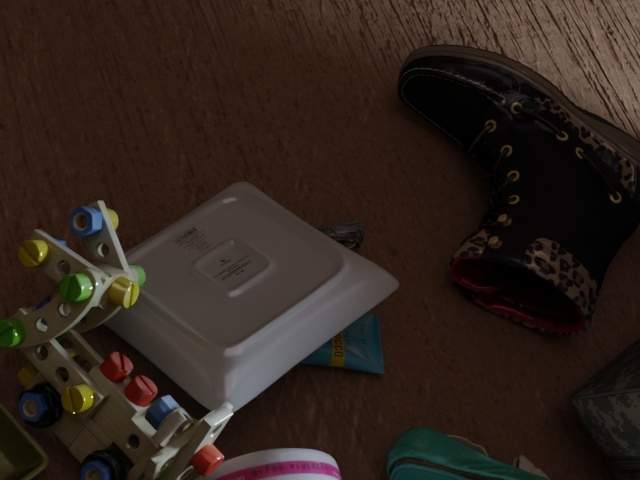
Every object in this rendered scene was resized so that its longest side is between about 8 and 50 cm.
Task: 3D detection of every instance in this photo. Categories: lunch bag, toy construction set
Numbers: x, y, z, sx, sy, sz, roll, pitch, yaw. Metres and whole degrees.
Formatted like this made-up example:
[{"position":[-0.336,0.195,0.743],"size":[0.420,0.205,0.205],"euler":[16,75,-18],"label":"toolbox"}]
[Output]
[{"position":[0.473,0.207,1.400],"size":[0.305,0.212,0.256],"euler":[-32,88,-26],"label":"lunch bag"},{"position":[-0.208,0.136,1.261],"size":[0.328,0.215,0.151],"euler":[48,19,28],"label":"toy construction set"}]

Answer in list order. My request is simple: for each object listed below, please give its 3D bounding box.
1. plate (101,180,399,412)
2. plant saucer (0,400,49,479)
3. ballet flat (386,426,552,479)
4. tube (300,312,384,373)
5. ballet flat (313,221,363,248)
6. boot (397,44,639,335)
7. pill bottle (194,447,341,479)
[{"position":[-0.100,0.043,1.397],"size":[0.277,0.045,0.278],"euler":[-35,50,-29],"label":"plate"},{"position":[-0.408,0.224,1.262],"size":[0.188,0.045,0.188],"euler":[-37,73,-29],"label":"plant saucer"},{"position":[0.195,0.267,1.371],"size":[0.247,0.083,0.087],"euler":[22,42,-3],"label":"ballet flat"},{"position":[-0.027,0.113,1.430],"size":[0.207,0.052,0.080],"euler":[5,63,-16],"label":"tube"},{"position":[0.000,0.000,1.511],"size":[0.114,0.041,0.041],"euler":[-4,60,-15],"label":"ballet flat"},{"position":[0.232,-0.068,1.559],"size":[0.377,0.138,0.284],"euler":[31,56,-1],"label":"boot"},{"position":[-0.032,0.361,1.201],"size":[0.160,0.160,0.283],"euler":[-4,60,-17],"label":"pill bottle"}]
